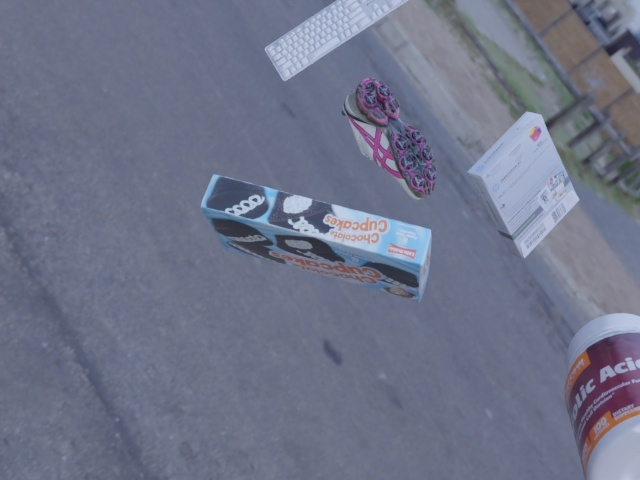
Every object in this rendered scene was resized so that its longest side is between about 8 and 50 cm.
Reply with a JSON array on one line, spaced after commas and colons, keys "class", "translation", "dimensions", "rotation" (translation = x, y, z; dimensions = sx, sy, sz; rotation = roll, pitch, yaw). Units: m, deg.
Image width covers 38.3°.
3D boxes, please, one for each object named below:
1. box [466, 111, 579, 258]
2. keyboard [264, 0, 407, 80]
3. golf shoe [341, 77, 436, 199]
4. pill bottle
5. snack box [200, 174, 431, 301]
[{"class": "box", "translation": [0.323, -0.085, 1.457], "dimensions": [0.038, 0.145, 0.186], "rotation": [28, -21, 51]}, {"class": "keyboard", "translation": [0.031, -0.356, 1.505], "dimensions": [0.072, 0.256, 0.014], "rotation": [61, 7, 24]}, {"class": "golf shoe", "translation": [0.097, -0.135, 1.303], "dimensions": [0.067, 0.086, 0.186], "rotation": [-25, 81, -34]}, {"class": "pill bottle", "translation": [0.521, 0.284, 1.506], "dimensions": [0.224, 0.224, 0.392], "rotation": [48, 19, -11]}, {"class": "snack box", "translation": [0.000, 0.000, 1.350], "dimensions": [0.321, 0.060, 0.187], "rotation": [15, -17, 10]}]
